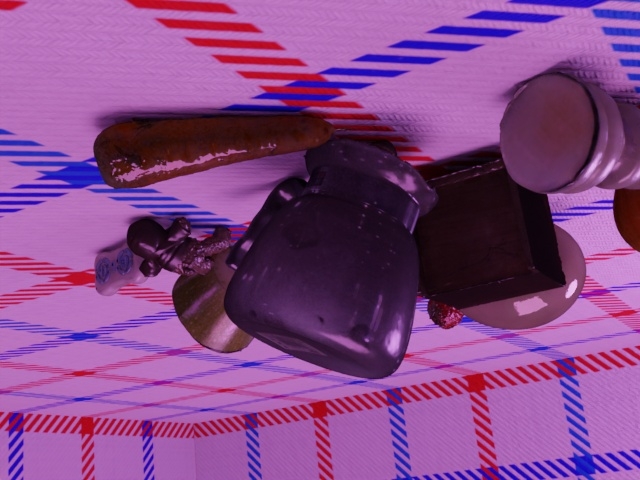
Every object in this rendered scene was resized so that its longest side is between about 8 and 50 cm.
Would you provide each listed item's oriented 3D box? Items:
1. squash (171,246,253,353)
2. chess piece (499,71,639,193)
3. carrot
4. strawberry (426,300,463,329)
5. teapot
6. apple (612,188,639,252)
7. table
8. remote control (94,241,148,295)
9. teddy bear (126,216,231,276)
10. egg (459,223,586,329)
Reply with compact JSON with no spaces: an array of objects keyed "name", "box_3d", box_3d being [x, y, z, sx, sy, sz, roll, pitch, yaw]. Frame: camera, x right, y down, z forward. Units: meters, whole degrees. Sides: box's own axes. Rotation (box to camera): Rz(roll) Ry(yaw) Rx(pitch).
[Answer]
[{"name":"squash","box_3d":[-0.153,0.089,1.447,0.170,0.170,0.123,7,139,-36]},{"name":"chess piece","box_3d":[0.336,-0.113,1.022,0.243,0.133,0.133,2,161,-41]},{"name":"carrot","box_3d":[-0.104,-0.113,0.979,0.298,0.078,0.078,-9,163,-9]},{"name":"strawberry","box_3d":[0.281,0.150,1.901,0.096,0.083,0.083,-34,179,-32]},{"name":"teapot","box_3d":[0.022,0.009,1.087,0.224,0.285,0.305,25,165,-10]},{"name":"apple","box_3d":[0.511,-0.065,1.150,0.235,0.173,0.210,-4,170,22]},{"name":"table","box_3d":[0.227,-0.011,1.215,0.169,0.172,0.193,-15,164,25]},{"name":"remote control","box_3d":[-0.314,0.042,1.362,0.122,0.074,0.032,-22,158,38]},{"name":"teddy bear","box_3d":[-0.213,0.019,1.295,0.161,0.078,0.119,15,125,-35]},{"name":"egg","box_3d":[0.316,0.056,1.426,0.242,0.185,0.186,-17,159,36]}]
